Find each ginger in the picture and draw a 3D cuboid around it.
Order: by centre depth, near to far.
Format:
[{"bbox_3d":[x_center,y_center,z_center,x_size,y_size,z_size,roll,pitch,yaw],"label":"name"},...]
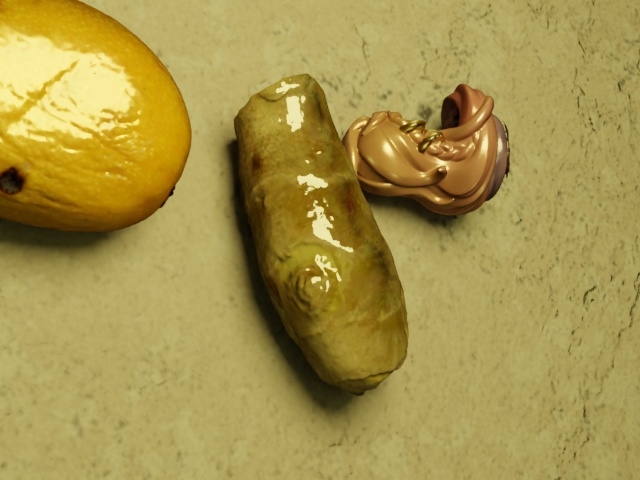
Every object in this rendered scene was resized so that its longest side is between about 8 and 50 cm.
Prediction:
[{"bbox_3d":[0.000,0.000,1.005,0.116,0.109,0.263,-14,83,-28],"label":"ginger"}]

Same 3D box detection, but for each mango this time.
[{"bbox_3d":[-0.231,-0.109,0.888,0.295,0.120,0.177,27,71,-21],"label":"mango"}]

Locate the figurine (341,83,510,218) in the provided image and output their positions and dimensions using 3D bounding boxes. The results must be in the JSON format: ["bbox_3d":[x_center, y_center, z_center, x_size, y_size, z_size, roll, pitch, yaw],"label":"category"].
[{"bbox_3d":[0.100,-0.076,1.090,0.157,0.126,0.114,-10,39,-35],"label":"figurine"}]
